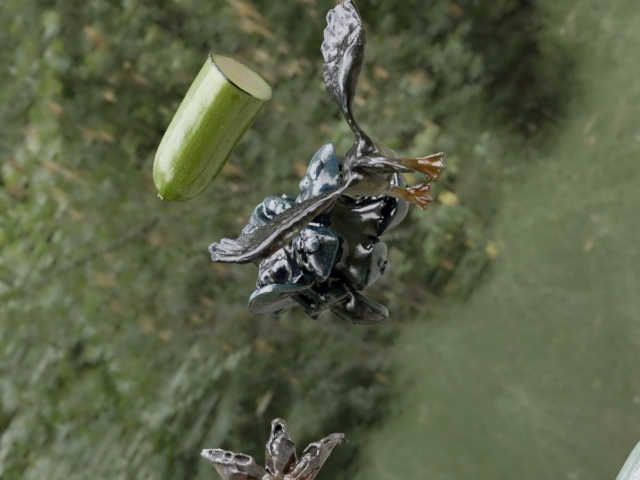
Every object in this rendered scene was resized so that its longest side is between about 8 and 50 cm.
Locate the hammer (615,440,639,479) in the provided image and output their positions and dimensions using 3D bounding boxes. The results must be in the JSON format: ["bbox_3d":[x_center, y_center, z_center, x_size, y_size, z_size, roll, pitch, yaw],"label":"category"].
[{"bbox_3d":[0.482,0.379,2.002,0.202,0.305,0.113,-62,-6,9],"label":"hammer"}]

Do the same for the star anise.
[{"bbox_3d":[-0.065,0.297,1.936,0.063,0.171,0.208,92,-173,-59],"label":"star anise"}]

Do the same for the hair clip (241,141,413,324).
[{"bbox_3d":[-0.001,0.006,2.258,0.310,0.194,0.206,139,135,-62],"label":"hair clip"}]

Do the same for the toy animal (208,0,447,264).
[{"bbox_3d":[0.048,-0.080,1.528,0.197,0.160,0.272,15,88,46],"label":"toy animal"}]

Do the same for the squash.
[{"bbox_3d":[-0.143,-0.128,2.013,0.188,0.095,0.095,-54,8,21],"label":"squash"}]
